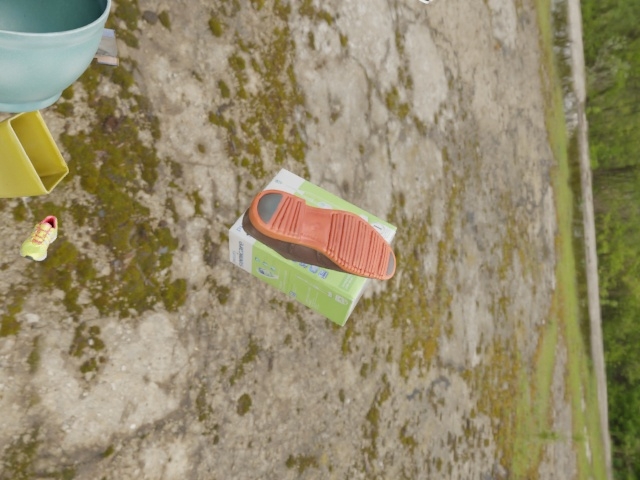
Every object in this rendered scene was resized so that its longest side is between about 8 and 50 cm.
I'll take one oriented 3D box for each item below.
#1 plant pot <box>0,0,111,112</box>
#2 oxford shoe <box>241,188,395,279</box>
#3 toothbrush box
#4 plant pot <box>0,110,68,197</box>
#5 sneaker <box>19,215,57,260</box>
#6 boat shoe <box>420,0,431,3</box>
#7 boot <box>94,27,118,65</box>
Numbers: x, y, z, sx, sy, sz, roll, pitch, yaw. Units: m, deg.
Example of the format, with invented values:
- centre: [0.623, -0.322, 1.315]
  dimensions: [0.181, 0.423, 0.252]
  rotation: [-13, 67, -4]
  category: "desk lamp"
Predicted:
- centre: [-0.501, -0.334, 0.819]
  dimensions: [0.292, 0.196, 0.293]
  rotation: [16, 47, -17]
  category: "plant pot"
- centre: [0.000, 0.000, 0.853]
  dimensions: [0.271, 0.098, 0.097]
  rotation: [25, 62, -17]
  category: "oxford shoe"
- centre: [-0.018, 0.009, 1.071]
  dimensions: [0.206, 0.283, 0.122]
  rotation: [-55, 169, -33]
  category: "toothbrush box"
- centre: [-0.877, -0.235, 1.452]
  dimensions: [0.212, 0.187, 0.212]
  rotation: [-110, -176, -63]
  category: "plant pot"
- centre: [-0.935, -0.014, 1.713]
  dimensions: [0.081, 0.094, 0.209]
  rotation: [21, 28, -21]
  category: "sneaker"
- centre: [0.223, -0.531, 1.091]
  dimensions: [0.125, 0.046, 0.038]
  rotation: [-42, 163, -52]
  category: "boat shoe"
- centre: [-0.714, -0.591, 1.529]
  dimensions: [0.219, 0.082, 0.106]
  rotation: [0, 102, -35]
  category: "boot"
